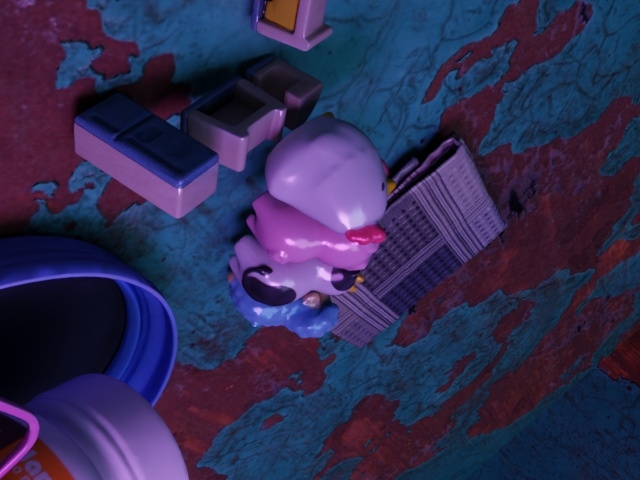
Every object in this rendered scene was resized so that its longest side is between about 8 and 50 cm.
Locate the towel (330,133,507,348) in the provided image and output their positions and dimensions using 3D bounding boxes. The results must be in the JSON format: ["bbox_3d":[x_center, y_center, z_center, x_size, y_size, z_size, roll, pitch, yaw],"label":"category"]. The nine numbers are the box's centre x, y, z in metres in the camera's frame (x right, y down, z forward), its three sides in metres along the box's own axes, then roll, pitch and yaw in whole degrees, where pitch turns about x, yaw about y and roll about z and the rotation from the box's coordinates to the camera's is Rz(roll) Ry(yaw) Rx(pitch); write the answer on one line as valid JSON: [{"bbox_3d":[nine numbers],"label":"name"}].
[{"bbox_3d":[0.110,0.010,1.243,0.312,0.056,0.324,-40,152,4],"label":"towel"}]

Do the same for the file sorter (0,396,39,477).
[{"bbox_3d":[-0.342,0.057,0.546,0.182,0.291,0.202,-43,150,-4],"label":"file sorter"}]

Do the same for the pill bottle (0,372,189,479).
[{"bbox_3d":[-0.304,0.272,0.716,0.392,0.224,0.224,-28,150,-50],"label":"pill bottle"}]

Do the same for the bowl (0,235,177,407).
[{"bbox_3d":[-0.332,0.153,0.885,0.391,0.077,0.391,-29,148,-21],"label":"bowl"}]

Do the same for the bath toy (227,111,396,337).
[{"bbox_3d":[0.000,0.000,0.928,0.151,0.129,0.348,-33,165,-23],"label":"bath toy"}]

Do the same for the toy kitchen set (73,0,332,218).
[{"bbox_3d":[-0.096,-0.156,0.756,0.207,0.122,0.166,-43,156,-41],"label":"toy kitchen set"}]
